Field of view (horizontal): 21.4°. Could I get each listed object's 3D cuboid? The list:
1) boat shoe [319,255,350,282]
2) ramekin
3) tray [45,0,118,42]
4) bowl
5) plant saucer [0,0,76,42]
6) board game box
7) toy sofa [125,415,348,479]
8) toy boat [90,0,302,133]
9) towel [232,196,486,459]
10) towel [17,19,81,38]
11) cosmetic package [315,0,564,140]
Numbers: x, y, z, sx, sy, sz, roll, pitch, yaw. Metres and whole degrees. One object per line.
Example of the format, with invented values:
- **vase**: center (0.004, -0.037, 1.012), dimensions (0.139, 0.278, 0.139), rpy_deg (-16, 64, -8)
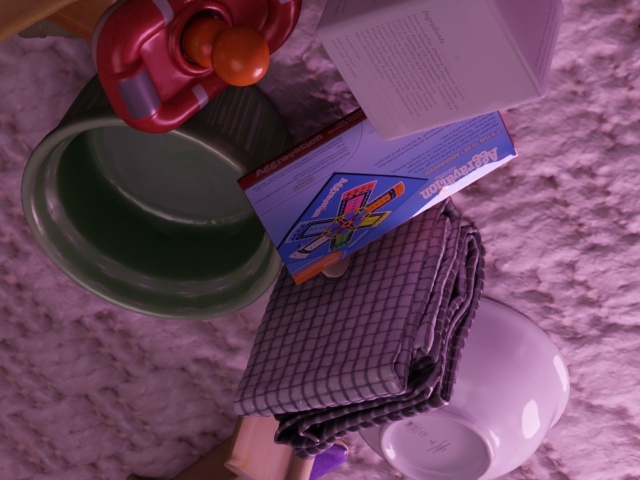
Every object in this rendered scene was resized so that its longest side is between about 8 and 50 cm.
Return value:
- **boat shoe**: center (0.000, 0.000, 1.944), dimensions (0.049, 0.137, 0.043), rpy_deg (4, 134, -23)
- **ramekin**: center (-0.171, -0.065, 1.919), dimensions (0.303, 0.148, 0.303), rpy_deg (9, 135, 9)
- **tray**: center (-0.350, -0.370, 1.711), dimensions (0.411, 0.076, 0.203), rpy_deg (26, 125, -7)
- **bowl**: center (0.154, 0.210, 2.096), dimensions (0.298, 0.134, 0.298), rpy_deg (8, 135, 9)
- **plant saucer**: center (-0.367, -0.354, 1.632), dimensions (0.333, 0.081, 0.333), rpy_deg (-24, 117, 24)
- **board game box**: center (0.064, -0.078, 1.811), dimensions (0.281, 0.027, 0.145), rpy_deg (-30, 124, -3)
- **toy sofa**: center (-0.133, 0.358, 2.319), dimensions (0.177, 0.150, 0.362), rpy_deg (37, 133, -16)
- **toy boat**: center (-0.106, -0.200, 1.706), dimensions (0.151, 0.231, 0.151), rpy_deg (30, 152, 42)
- **towel**: center (0.055, 0.102, 1.915), dimensions (0.235, 0.283, 0.121), rpy_deg (-18, 126, 32)
- **towel**: center (-0.295, -0.281, 1.835), dimensions (0.110, 0.027, 0.148), rpy_deg (3, 131, 14)
- **cosmetic package**: center (0.121, -0.218, 1.676), dimensions (0.184, 0.151, 0.151), rpy_deg (-13, 128, 29)
